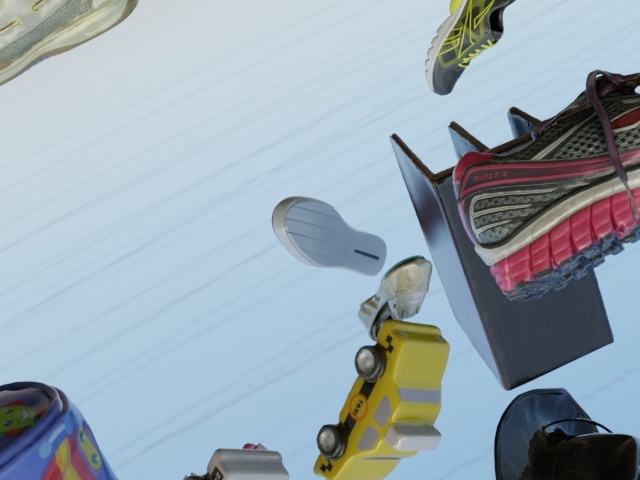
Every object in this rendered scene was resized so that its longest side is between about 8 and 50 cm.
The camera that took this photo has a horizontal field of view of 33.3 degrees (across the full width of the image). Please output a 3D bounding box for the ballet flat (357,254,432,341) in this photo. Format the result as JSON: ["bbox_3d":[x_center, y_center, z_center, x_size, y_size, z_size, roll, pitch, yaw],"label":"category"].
[{"bbox_3d":[0.085,0.067,1.144,0.057,0.052,0.168,-11,162,-18],"label":"ballet flat"}]

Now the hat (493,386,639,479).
[{"bbox_3d":[0.344,0.322,1.308,0.133,0.331,0.331,-14,-157,35],"label":"hat"}]

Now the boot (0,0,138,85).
[{"bbox_3d":[-0.273,-0.209,0.841,0.213,0.165,0.077,-25,-145,5],"label":"boot"}]

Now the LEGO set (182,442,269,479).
[{"bbox_3d":[-0.159,0.369,1.360,0.132,0.107,0.287,-60,176,31],"label":"LEGO set"}]

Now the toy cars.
[{"bbox_3d":[-0.007,0.238,1.051,0.393,0.176,0.087,-36,-136,-14],"label":"toy cars"}]

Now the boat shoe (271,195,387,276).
[{"bbox_3d":[0.000,0.000,1.836,0.094,0.302,0.109,9,-101,37],"label":"boat shoe"}]

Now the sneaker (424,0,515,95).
[{"bbox_3d":[0.090,-0.122,0.648,0.035,0.083,0.031,32,-146,22],"label":"sneaker"}]

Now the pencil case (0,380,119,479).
[{"bbox_3d":[-0.163,0.236,0.683,0.133,0.306,0.119,-18,-159,11],"label":"pencil case"}]

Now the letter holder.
[{"bbox_3d":[0.219,-0.007,1.342,0.152,0.302,0.214,-24,-155,-4],"label":"letter holder"}]

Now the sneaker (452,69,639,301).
[{"bbox_3d":[0.231,-0.078,0.735,0.299,0.112,0.121,-31,164,5],"label":"sneaker"}]
